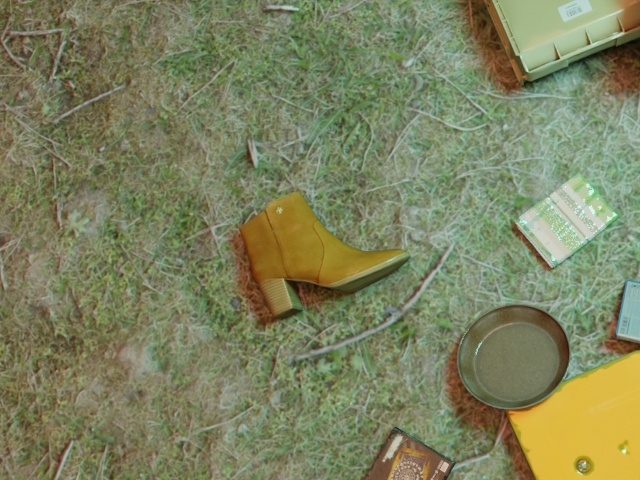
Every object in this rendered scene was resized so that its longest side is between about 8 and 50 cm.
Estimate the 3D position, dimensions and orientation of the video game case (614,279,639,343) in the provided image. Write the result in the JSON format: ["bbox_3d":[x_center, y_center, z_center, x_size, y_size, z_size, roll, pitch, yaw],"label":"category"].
[{"bbox_3d":[0.596,0.134,1.745,0.166,0.015,0.119,12,55,16],"label":"video game case"}]

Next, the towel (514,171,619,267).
[{"bbox_3d":[0.442,-0.036,1.843,0.152,0.023,0.113,-37,75,1],"label":"towel"}]

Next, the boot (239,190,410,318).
[{"bbox_3d":[0.000,0.000,1.894,0.295,0.104,0.211,-22,74,12],"label":"boot"}]

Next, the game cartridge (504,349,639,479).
[{"bbox_3d":[0.515,0.350,1.728,0.324,0.052,0.285,-24,74,5],"label":"game cartridge"}]

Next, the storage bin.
[{"bbox_3d":[0.448,-0.448,1.877,0.262,0.123,0.260,-21,75,8],"label":"storage bin"}]

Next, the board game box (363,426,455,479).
[{"bbox_3d":[0.138,0.440,1.805,0.126,0.026,0.186,30,86,18],"label":"board game box"}]

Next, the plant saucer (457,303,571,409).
[{"bbox_3d":[0.338,0.206,1.781,0.199,0.036,0.198,-11,56,17],"label":"plant saucer"}]
